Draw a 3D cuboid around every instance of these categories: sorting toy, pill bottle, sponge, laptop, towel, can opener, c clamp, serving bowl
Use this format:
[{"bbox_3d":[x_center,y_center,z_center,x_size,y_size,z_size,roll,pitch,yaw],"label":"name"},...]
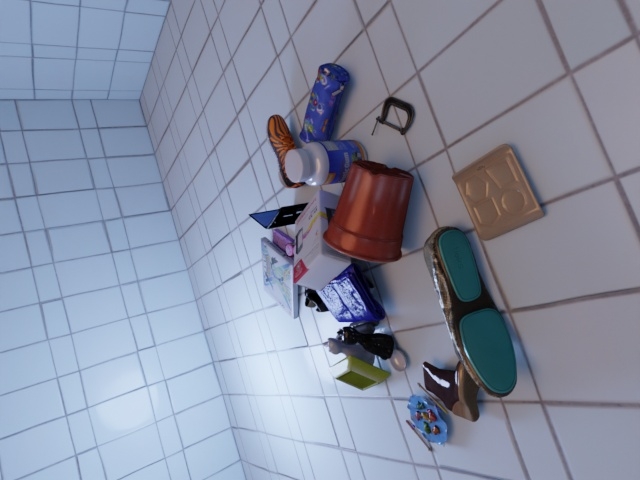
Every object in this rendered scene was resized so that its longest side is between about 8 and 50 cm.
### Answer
[{"bbox_3d":[0.467,-0.123,1.149,0.193,0.038,0.208,-35,76,53],"label":"sorting toy"},{"bbox_3d":[0.018,-0.271,1.520,0.152,0.272,0.152,23,119,50],"label":"pill bottle"},{"bbox_3d":[-0.166,0.034,2.089,0.210,0.031,0.117,33,126,46],"label":"sponge"},{"bbox_3d":[-0.137,-0.137,1.815,0.264,0.234,0.137,-47,63,51],"label":"laptop"},{"bbox_3d":[0.093,0.215,1.637,0.228,0.076,0.308,61,152,-3],"label":"towel"},{"bbox_3d":[0.146,0.371,1.742,0.093,0.074,0.280,39,144,-6],"label":"can opener"},{"bbox_3d":[0.237,-0.389,1.399,0.160,0.022,0.137,36,123,45],"label":"c clamp"},{"bbox_3d":[0.288,0.435,1.581,0.083,0.027,0.083,24,120,49],"label":"serving bowl"}]

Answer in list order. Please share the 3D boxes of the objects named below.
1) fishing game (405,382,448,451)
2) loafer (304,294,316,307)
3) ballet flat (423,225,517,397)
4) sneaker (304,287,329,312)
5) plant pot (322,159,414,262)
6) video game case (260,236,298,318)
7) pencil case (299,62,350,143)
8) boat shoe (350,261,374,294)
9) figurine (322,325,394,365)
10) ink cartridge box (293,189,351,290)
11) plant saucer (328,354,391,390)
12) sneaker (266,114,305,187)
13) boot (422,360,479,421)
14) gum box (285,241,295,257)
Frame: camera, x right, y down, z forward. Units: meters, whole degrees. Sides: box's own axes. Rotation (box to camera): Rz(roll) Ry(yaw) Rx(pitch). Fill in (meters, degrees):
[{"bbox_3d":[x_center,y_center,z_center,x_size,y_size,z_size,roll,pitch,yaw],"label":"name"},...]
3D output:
[{"bbox_3d":[0.364,0.628,1.501,0.189,0.041,0.264,46,144,36],"label":"fishing game"},{"bbox_3d":[-0.044,0.245,1.968,0.056,0.050,0.148,23,119,49],"label":"loafer"},{"bbox_3d":[0.415,0.198,1.248,0.182,0.164,0.483,115,140,-70],"label":"ballet flat"},{"bbox_3d":[-0.021,0.182,1.848,0.286,0.130,0.109,56,142,29],"label":"sneaker"},{"bbox_3d":[0.168,-0.106,1.398,0.272,0.272,0.265,34,119,44],"label":"plant pot"},{"bbox_3d":[-0.207,0.186,2.161,0.300,0.036,0.329,36,134,44],"label":"video game case"},{"bbox_3d":[0.015,-0.489,1.588,0.133,0.119,0.306,57,142,35],"label":"pencil case"},{"bbox_3d":[0.130,0.124,1.668,0.227,0.079,0.081,48,136,26],"label":"boat shoe"},{"bbox_3d":[0.132,0.394,1.628,0.215,0.209,0.092,-50,22,50],"label":"figurine"},{"bbox_3d":[0.000,0.000,1.628,0.226,0.131,0.306,-49,33,44],"label":"ink cartridge box"},{"bbox_3d":[0.147,0.528,1.687,0.188,0.188,0.045,-49,19,50],"label":"plant saucer"},{"bbox_3d":[-0.114,-0.384,1.824,0.180,0.124,0.321,-2,110,51],"label":"sneaker"},{"bbox_3d":[0.393,0.433,1.351,0.207,0.090,0.248,26,136,52],"label":"boot"},{"bbox_3d":[-0.063,0.037,1.879,0.188,0.107,0.062,4,104,54],"label":"gum box"}]
